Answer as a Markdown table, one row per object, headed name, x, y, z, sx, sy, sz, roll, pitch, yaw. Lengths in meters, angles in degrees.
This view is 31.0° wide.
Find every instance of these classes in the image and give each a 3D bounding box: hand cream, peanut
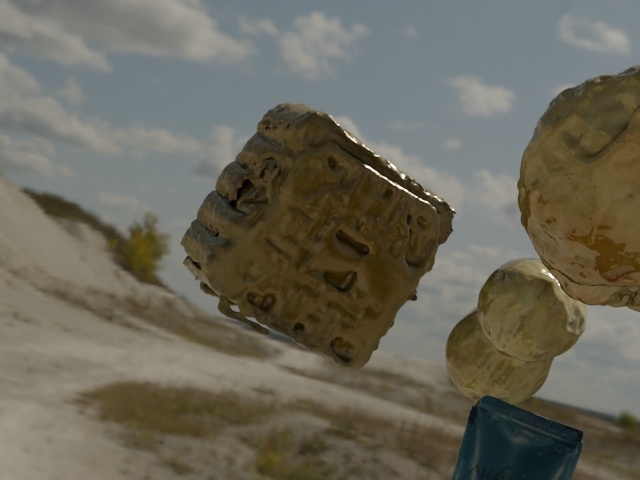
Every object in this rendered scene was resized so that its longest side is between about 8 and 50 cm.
| name | x | y | z | sx | sy | sz | roll | pitch | yaw |
| --- | --- | --- | --- | --- | --- | --- | --- | --- | --- |
| hand cream | 0.112 | 0.222 | 0.792 | 0.083 | 0.224 | 0.048 | 20 | -17 | 4 |
| peanut | 0.167 | 0.081 | 1.001 | 0.098 | 0.103 | 0.229 | 13 | -30 | -1 |

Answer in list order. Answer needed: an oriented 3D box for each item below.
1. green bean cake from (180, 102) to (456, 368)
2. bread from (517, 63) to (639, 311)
| name | x | y | z | sx | sy | sz | roll | pitch | yaw |
| --- | --- | --- | --- | --- | --- | --- | --- | --- | --- |
| green bean cake | 0.000 | 0.000 | 1.193 | 0.230 | 0.224 | 0.131 | 32 | 0 | -23 |
| bread | 0.249 | -0.023 | 0.800 | 0.244 | 0.134 | 0.244 | -1 | -19 | 0 |
